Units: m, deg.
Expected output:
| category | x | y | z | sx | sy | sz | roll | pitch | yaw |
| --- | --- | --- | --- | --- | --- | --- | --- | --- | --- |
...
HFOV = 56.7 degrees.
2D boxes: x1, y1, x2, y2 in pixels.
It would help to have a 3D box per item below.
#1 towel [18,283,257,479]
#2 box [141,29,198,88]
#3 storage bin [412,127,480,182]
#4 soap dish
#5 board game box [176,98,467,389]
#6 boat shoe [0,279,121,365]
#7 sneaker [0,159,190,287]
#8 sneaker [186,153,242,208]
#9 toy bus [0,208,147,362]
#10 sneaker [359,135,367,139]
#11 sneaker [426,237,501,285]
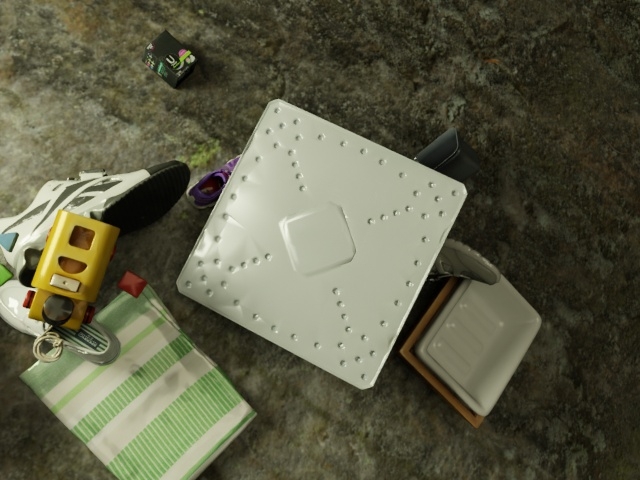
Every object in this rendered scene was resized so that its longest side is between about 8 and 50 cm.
| category | x | y | z | sx | sy | sz | roll | pitch | yaw |
| --- | --- | --- | --- | --- | --- | --- | --- | --- | --- |
| towel | -0.293 | 0.262 | 1.010 | 0.248 | 0.038 | 0.325 | -43 | 97 | -25 |
| box | -0.291 | -0.349 | 1.146 | 0.083 | 0.052 | 0.062 | 42 | 64 | -9 |
| storage bin | 0.281 | -0.172 | 1.316 | 0.091 | 0.135 | 0.098 | 29 | 44 | -27 |
| soap dish | 0.306 | 0.200 | 1.241 | 0.229 | 0.118 | 0.291 | 45 | 65 | -8 |
| board game box | 0.000 | 0.000 | 1.055 | 0.390 | 0.050 | 0.390 | 26 | 88 | 9 |
| boat shoe | -0.419 | 0.120 | 0.943 | 0.226 | 0.076 | 0.083 | 25 | 64 | -1 |
| sneaker | -0.381 | -0.071 | 0.996 | 0.330 | 0.122 | 0.146 | -33 | 66 | -26 |
| sneaker | -0.174 | -0.116 | 1.132 | 0.170 | 0.071 | 0.068 | -38 | 94 | -27 |
| toy bus | -0.363 | 0.054 | 0.855 | 0.191 | 0.104 | 0.202 | -29 | 98 | -19 |
| sneaker | 0.078 | -0.103 | 1.216 | 0.103 | 0.111 | 0.252 | 13 | 73 | -20 |
| sneaker | 0.223 | 0.048 | 1.208 | 0.281 | 0.105 | 0.115 | 18 | 87 | 26 |
